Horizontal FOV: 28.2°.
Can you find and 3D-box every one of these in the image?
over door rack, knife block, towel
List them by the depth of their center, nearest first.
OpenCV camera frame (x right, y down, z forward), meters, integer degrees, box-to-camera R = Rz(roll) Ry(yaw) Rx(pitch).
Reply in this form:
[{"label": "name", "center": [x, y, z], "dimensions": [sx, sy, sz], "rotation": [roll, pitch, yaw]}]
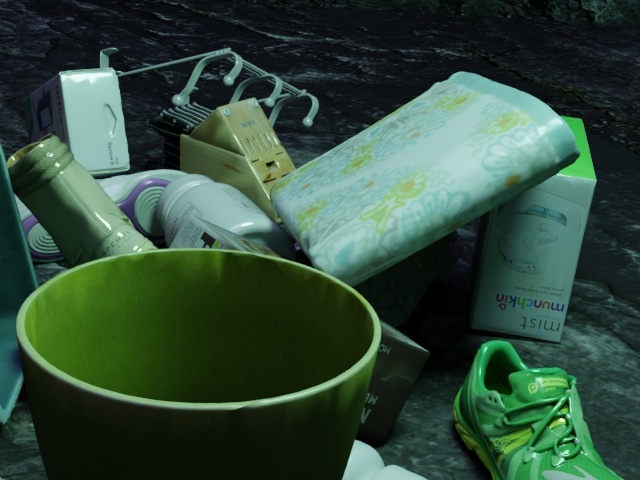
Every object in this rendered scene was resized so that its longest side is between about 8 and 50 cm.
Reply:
[{"label": "towel", "center": [0.108, -0.076, 1.537], "dimensions": [0.321, 0.090, 0.374], "rotation": [-32, 17, -2]}, {"label": "knife block", "center": [-0.166, -0.108, 2.045], "dimensions": [0.088, 0.242, 0.275], "rotation": [-22, 79, -45]}, {"label": "over door rack", "center": [-0.200, -0.250, 2.227], "dimensions": [0.324, 0.108, 0.239], "rotation": [6, -10, 37]}]

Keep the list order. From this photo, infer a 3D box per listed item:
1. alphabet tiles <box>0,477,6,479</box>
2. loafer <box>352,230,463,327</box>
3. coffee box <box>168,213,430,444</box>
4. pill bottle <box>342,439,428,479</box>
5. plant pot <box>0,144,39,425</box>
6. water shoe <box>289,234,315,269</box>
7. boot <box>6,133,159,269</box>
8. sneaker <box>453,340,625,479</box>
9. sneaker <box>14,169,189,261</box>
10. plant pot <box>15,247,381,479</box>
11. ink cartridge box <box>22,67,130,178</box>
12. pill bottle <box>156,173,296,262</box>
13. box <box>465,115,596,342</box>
[{"label": "alphabet tiles", "center": [-0.365, 0.265, 1.175], "dimensions": [0.237, 0.009, 0.198], "rotation": [16, 25, 28]}, {"label": "loafer", "center": [0.075, 0.055, 1.660], "dimensions": [0.111, 0.112, 0.319], "rotation": [-24, 3, 39]}, {"label": "coffee box", "center": [-0.043, 0.095, 1.421], "dimensions": [0.168, 0.118, 0.297], "rotation": [25, 5, -40]}, {"label": "pill bottle", "center": [-0.016, 0.229, 1.173], "dimensions": [0.221, 0.121, 0.121], "rotation": [17, 26, 29]}, {"label": "plant pot", "center": [-0.469, 0.054, 1.388], "dimensions": [0.252, 0.247, 0.247], "rotation": [-8, 22, 3]}, {"label": "water shoe", "center": [0.000, 0.000, 1.796], "dimensions": [0.080, 0.073, 0.203], "rotation": [20, 27, 39]}, {"label": "boot", "center": [-0.309, -0.029, 1.572], "dimensions": [0.095, 0.203, 0.262], "rotation": [-44, 10, -15]}, {"label": "sneaker", "center": [0.220, 0.196, 1.289], "dimensions": [0.109, 0.123, 0.295], "rotation": [-6, 25, -23]}, {"label": "sneaker", "center": [-0.311, -0.058, 1.827], "dimensions": [0.305, 0.114, 0.152], "rotation": [-9, 26, -28]}, {"label": "plant pot", "center": [-0.101, 0.193, 1.020], "dimensions": [0.275, 0.293, 0.275], "rotation": [4, 22, -2]}, {"label": "ink cartridge box", "center": [-0.371, -0.163, 1.924], "dimensions": [0.093, 0.154, 0.212], "rotation": [-9, -1, -29]}, {"label": "pill bottle", "center": [-0.136, -0.005, 1.707], "dimensions": [0.131, 0.131, 0.229], "rotation": [-7, 25, -25]}, {"label": "box", "center": [0.274, -0.027, 1.697], "dimensions": [0.127, 0.231, 0.262], "rotation": [9, 22, 4]}]
